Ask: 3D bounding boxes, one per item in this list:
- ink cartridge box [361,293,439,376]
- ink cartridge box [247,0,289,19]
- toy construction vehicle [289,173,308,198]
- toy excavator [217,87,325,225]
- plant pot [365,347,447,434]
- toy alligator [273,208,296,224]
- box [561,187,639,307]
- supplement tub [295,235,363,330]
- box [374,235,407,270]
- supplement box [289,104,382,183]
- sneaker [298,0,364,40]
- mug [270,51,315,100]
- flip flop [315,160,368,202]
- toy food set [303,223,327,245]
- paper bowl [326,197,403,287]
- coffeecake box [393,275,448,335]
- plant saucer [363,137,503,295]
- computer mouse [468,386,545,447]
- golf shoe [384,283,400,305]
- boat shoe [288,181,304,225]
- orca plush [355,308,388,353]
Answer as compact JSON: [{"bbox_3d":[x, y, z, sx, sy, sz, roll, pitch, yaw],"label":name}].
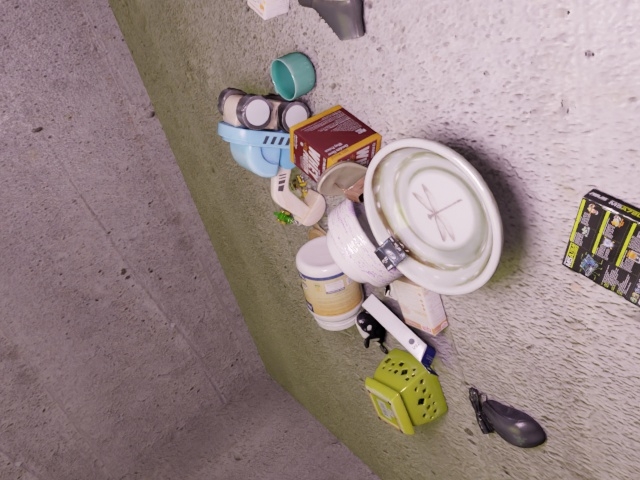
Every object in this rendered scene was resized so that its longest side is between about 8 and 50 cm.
[{"bbox_3d":[0.295,0.328,1.763,0.332,0.065,0.165,45,-177,29],"label":"ink cartridge box"},{"bbox_3d":[-0.149,-0.718,1.465,0.092,0.090,0.143,49,153,21],"label":"ink cartridge box"},{"bbox_3d":[-0.074,-0.210,1.972,0.086,0.035,0.098,-6,116,51],"label":"toy construction vehicle"},{"bbox_3d":[-0.158,-0.274,1.770,0.222,0.432,0.445,34,119,50],"label":"toy excavator"},{"bbox_3d":[0.313,0.582,1.929,0.227,0.207,0.228,11,128,58],"label":"plant pot"},{"bbox_3d":[-0.140,-0.092,2.204,0.051,0.056,0.189,24,180,-40],"label":"toy alligator"},{"bbox_3d":[0.582,0.018,0.990,0.184,0.045,0.191,40,150,40],"label":"box"},{"bbox_3d":[0.043,0.165,1.934,0.228,0.228,0.316,31,143,46],"label":"supplement tub"},{"bbox_3d":[0.181,0.035,1.322,0.067,0.018,0.083,55,148,10],"label":"box"},{"bbox_3d":[0.042,-0.269,1.493,0.194,0.191,0.129,43,150,29],"label":"supplement box"},{"bbox_3d":[0.022,-0.582,1.309,0.222,0.083,0.118,30,143,44],"label":"sneaker"},{"bbox_3d":[-0.085,-0.513,1.566,0.157,0.097,0.129,32,145,45],"label":"mug"},{"bbox_3d":[0.118,-0.145,1.413,0.112,0.277,0.080,-61,34,30],"label":"flip flop"},{"bbox_3d":[0.000,0.000,2.069,0.132,0.038,0.192,43,147,15],"label":"toy food set"},{"bbox_3d":[0.129,0.012,1.516,0.148,0.284,0.284,-39,81,25],"label":"paper bowl"},{"bbox_3d":[0.320,0.197,1.645,0.142,0.068,0.186,16,131,56],"label":"coffeecake box"},{"bbox_3d":[0.277,-0.065,1.220,0.400,0.100,0.400,35,141,35],"label":"plant saucer"},{"bbox_3d":[0.576,0.585,1.602,0.272,0.072,0.189,0,117,62],"label":"computer mouse"},{"bbox_3d":[0.251,0.178,1.734,0.069,0.086,0.176,2,122,59],"label":"golf shoe"},{"bbox_3d":[-0.103,-0.146,2.053,0.066,0.063,0.184,22,137,52],"label":"boat shoe"},{"bbox_3d":[0.228,0.353,1.950,0.102,0.151,0.287,-7,133,22],"label":"orca plush"}]
